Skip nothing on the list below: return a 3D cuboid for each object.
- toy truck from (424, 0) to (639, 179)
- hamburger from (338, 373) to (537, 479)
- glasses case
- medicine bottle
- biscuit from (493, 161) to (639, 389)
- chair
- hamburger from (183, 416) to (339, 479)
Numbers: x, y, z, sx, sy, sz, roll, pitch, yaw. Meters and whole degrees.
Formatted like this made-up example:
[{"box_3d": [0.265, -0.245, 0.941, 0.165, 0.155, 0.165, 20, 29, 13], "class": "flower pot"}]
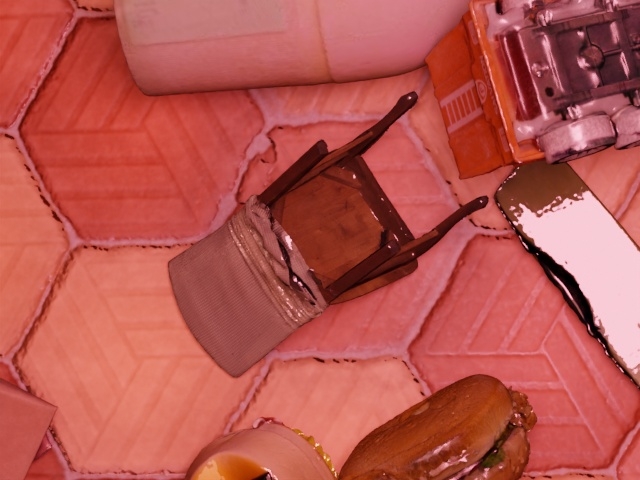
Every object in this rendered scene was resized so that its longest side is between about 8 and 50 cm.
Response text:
[{"box_3d": [0.307, -0.174, 1.565, 0.388, 0.207, 0.173, -14, 84, -20], "class": "toy truck"}, {"box_3d": [0.127, 0.227, 1.609, 0.215, 0.189, 0.122, -34, 92, 2], "class": "hamburger"}, {"box_3d": [-0.351, 0.248, 1.735, 0.102, 0.070, 0.193, 25, 88, -19], "class": "glasses case"}, {"box_3d": [0.008, -0.276, 1.627, 0.406, 0.236, 0.235, -4, 86, 7], "class": "medicine bottle"}, {"box_3d": [0.303, 0.050, 1.667, 0.099, 0.038, 0.322, -38, 82, 0], "class": "biscuit"}, {"box_3d": [0.000, 0.000, 1.668, 0.186, 0.319, 0.160, -30, 83, -40], "class": "chair"}, {"box_3d": [-0.051, 0.295, 1.666, 0.173, 0.116, 0.210, -34, 87, 12], "class": "hamburger"}]
